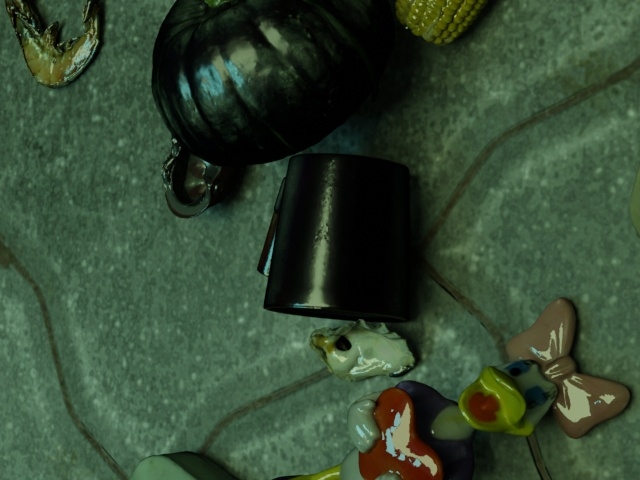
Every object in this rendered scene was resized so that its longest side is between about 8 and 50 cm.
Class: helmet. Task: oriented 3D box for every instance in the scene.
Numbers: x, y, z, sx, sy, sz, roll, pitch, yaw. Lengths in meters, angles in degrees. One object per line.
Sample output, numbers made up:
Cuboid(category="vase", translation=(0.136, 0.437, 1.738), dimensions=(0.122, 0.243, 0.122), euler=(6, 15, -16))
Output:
Cuboid(category="helmet", translation=(-0.142, -0.089, 2.037), dimensions=(0.098, 0.070, 0.123), euler=(19, 104, 40))

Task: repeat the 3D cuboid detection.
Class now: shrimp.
Cuboid(category="shrimp", translation=(-0.363, -0.310, 2.225), dimensions=(0.148, 0.035, 0.195), euler=(-34, 75, 30))

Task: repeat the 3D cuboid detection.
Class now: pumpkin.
Cuboid(category="pumpkin", translation=(-0.073, -0.231, 1.841), dimensions=(0.295, 0.296, 0.296), euler=(-3, 85, 34))

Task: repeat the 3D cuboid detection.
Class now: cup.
Cuboid(category="cup", translation=(-0.006, -0.002, 1.883), dimensions=(0.239, 0.166, 0.177), euler=(1, 83, 33))

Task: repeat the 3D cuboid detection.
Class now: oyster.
Cuboid(category="oyster", translation=(0.047, 0.128, 1.896), dimensions=(0.121, 0.045, 0.146), euler=(36, 142, 7))

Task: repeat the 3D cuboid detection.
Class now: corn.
Cuboid(category="corn", translation=(0.176, -0.330, 1.824), dimensions=(0.093, 0.093, 0.244), euler=(46, 112, 28))

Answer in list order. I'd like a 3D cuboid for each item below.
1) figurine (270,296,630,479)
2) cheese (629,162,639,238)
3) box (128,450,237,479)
Cuboid(category="figurine", translation=(0.119, 0.229, 1.767), dimensions=(0.421, 0.193, 0.154), euler=(-37, 68, 17))
Cuboid(category="cheese", translation=(0.476, -0.062, 1.573), dimensions=(0.351, 0.129, 0.328), euler=(42, 107, 31))
Cuboid(category="box", translation=(-0.132, 0.502, 1.962), dimensions=(0.396, 0.111, 0.397), euler=(33, 104, 31))
